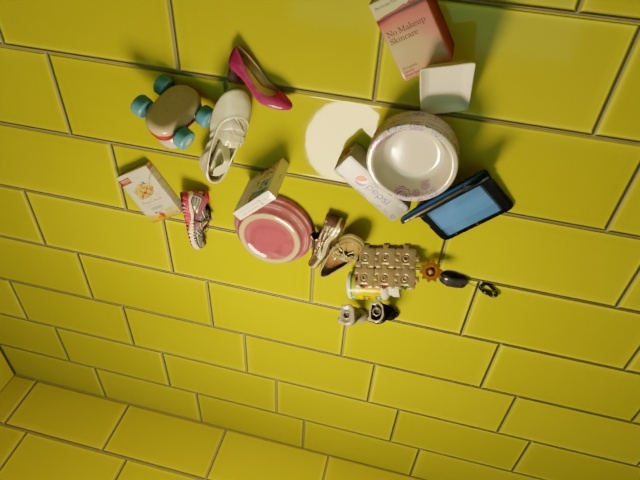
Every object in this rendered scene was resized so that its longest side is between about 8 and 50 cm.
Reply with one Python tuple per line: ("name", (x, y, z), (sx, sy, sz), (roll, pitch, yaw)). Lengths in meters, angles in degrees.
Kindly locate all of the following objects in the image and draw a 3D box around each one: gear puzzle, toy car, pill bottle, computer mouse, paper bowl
("gear puzzle", (0.298, 0.104, 2.003), (0.339, 0.175, 0.044), (1, 172, 19))
("toy car", (-0.502, -0.406, 1.814), (0.219, 0.210, 0.238), (37, 161, 2))
("pill bottle", (0.217, 0.181, 2.094), (0.208, 0.117, 0.117), (0, 129, 17))
("computer mouse", (0.577, 0.180, 2.032), (0.242, 0.041, 0.071), (17, 131, 2))
("paper bowl", (0.296, -0.276, 1.659), (0.284, 0.148, 0.284), (8, 131, 10))

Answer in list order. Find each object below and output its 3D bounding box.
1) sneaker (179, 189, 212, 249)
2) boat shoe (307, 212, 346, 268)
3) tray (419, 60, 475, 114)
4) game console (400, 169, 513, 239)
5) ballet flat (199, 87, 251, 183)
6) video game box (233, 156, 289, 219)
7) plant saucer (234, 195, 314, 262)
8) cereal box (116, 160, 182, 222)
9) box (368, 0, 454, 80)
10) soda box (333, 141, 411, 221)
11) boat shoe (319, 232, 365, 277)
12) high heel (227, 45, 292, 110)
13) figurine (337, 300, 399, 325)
("sneaker", (-0.490, -0.075, 2.109), (0.112, 0.121, 0.299), (-10, 141, -13))
("boat shoe", (0.002, -0.004, 2.029), (0.095, 0.095, 0.257), (29, 120, -5))
("tray", (0.357, -0.436, 1.489), (0.145, 0.030, 0.270), (-3, 167, 11))
("game console", (0.460, -0.093, 1.754), (0.293, 0.250, 0.173), (-31, 90, 35))
("ballet flat", (-0.318, -0.337, 1.781), (0.139, 0.139, 0.400), (29, 140, -8))
("video game box", (-0.209, -0.186, 1.860), (0.187, 0.205, 0.048), (-29, 120, 36))
("plant saucer", (-0.193, -0.029, 2.070), (0.332, 0.084, 0.332), (8, 131, 10))
("cereal box", (-0.687, -0.191, 2.110), (0.173, 0.047, 0.240), (-16, 123, 28))
("box", (0.253, -0.585, 1.423), (0.149, 0.127, 0.232), (-17, 123, 29))
("soda box", (0.186, -0.201, 1.792), (0.286, 0.098, 0.091), (40, 131, -16))
("boat shoe", (0.080, 0.065, 2.016), (0.105, 0.089, 0.285), (32, 147, -5))
("high heel", (-0.184, -0.513, 1.656), (0.244, 0.082, 0.117), (36, 142, 3))
("figurine", (0.205, 0.314, 2.197), (0.215, 0.092, 0.209), (-9, 166, 26))
